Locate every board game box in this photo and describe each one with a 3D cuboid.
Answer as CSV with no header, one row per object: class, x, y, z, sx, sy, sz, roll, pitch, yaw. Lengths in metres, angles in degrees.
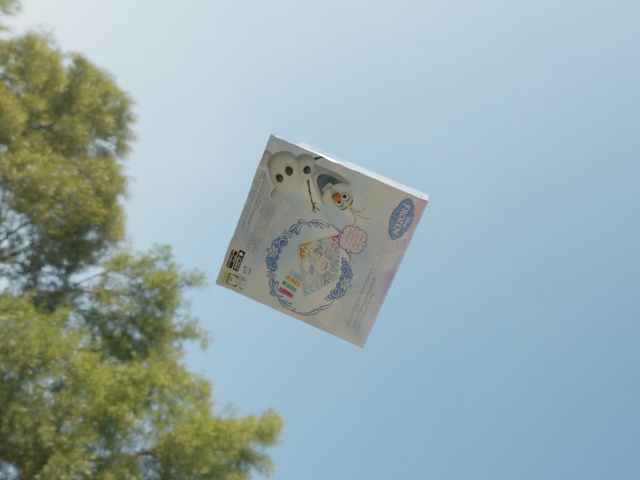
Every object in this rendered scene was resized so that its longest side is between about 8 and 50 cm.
board game box,0.000,0.000,0.397,0.020,0.090,0.090,-48,161,-74
